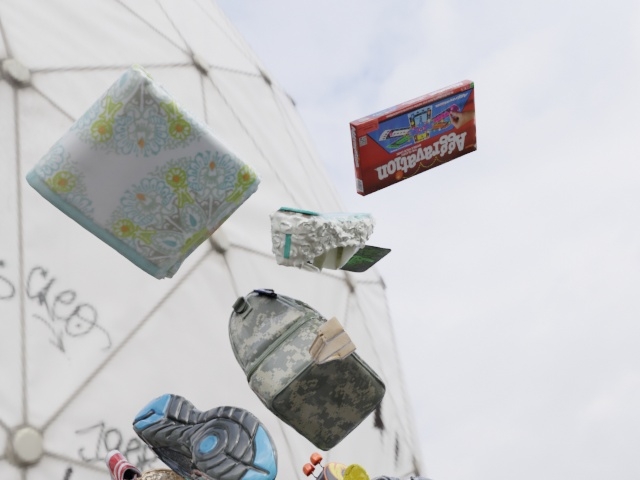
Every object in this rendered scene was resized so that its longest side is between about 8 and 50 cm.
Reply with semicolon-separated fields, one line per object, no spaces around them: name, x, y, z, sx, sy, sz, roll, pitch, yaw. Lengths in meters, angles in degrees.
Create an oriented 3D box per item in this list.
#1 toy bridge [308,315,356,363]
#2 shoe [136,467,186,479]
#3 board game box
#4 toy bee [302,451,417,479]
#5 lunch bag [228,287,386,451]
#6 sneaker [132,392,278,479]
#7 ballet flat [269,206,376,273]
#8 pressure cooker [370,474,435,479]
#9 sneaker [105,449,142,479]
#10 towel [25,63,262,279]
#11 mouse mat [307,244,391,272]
toy bridge;0.015;0.156;1.374;0.063;0.026;0.188;-35;-17;-3
shoe;-0.270;0.492;1.815;0.219;0.076;0.058;14;-43;-31
board game box;0.180;-0.195;1.757;0.281;0.027;0.145;-24;-57;-27
toy bee;0.021;0.421;1.467;0.195;0.162;0.298;-55;-13;4
lunch bag;-0.043;0.252;1.942;0.212;0.256;0.305;-46;-42;-3
sneaker;-0.173;0.355;1.573;0.125;0.341;0.140;-46;-56;-26
ballet flat;0.000;0.000;1.937;0.147;0.147;0.409;-39;-14;20
pressure cooker;0.072;0.646;1.646;0.420;0.375;0.370;-15;-54;-20
sneaker;-0.344;0.433;1.671;0.042;0.067;0.118;-36;-49;-26
towel;-0.342;-0.125;1.873;0.320;0.090;0.374;-45;-58;8
mouse mat;0.062;0.040;2.305;0.189;0.007;0.152;10;-29;-25
